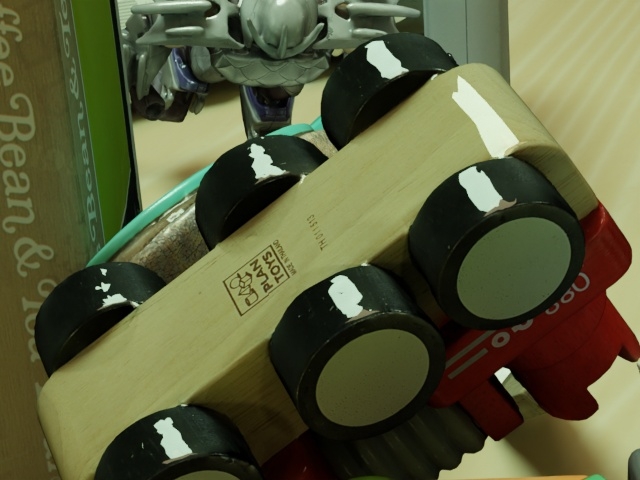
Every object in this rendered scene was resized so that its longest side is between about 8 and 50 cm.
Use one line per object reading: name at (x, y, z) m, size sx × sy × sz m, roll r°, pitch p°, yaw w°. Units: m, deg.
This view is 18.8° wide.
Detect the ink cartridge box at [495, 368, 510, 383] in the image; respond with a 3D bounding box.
ink cartridge box at (0.039, 0.037, 1.029) m, size 0.145 × 0.045 × 0.179 m, roll -5°, pitch 37°, yaw 4°

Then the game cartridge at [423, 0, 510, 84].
game cartridge at (0.092, -0.129, 1.220) m, size 0.060 × 0.196 × 0.294 m, roll -5°, pitch 19°, yaw 5°

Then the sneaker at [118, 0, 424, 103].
sneaker at (-0.046, -0.203, 1.520) m, size 0.257 × 0.169 × 0.447 m, roll 4°, pitch 19°, yaw 34°

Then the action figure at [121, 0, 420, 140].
action figure at (-0.039, -0.108, 1.183) m, size 0.185 × 0.099 × 0.285 m, roll 11°, pitch -5°, yaw -9°

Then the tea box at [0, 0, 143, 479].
tea box at (-0.210, -0.068, 0.939) m, size 0.220 × 0.329 × 0.323 m, roll -6°, pitch 19°, yaw -2°

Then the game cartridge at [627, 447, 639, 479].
game cartridge at (0.235, 0.129, 0.650) m, size 0.198 × 0.062 × 0.297 m, roll -16°, pitch 21°, yaw -14°

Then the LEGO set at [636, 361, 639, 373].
LEGO set at (0.211, 0.038, 0.717) m, size 0.182 × 0.060 × 0.244 m, roll 1°, pitch 7°, yaw 5°

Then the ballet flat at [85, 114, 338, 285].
ballet flat at (0.000, 0.000, 0.896) m, size 0.107 × 0.106 × 0.316 m, roll -43°, pitch -3°, yaw 24°

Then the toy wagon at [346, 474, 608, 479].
toy wagon at (0.040, 0.146, 0.566) m, size 0.344 × 0.068 × 0.267 m, roll -26°, pitch 24°, yaw -12°

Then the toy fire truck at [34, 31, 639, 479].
toy fire truck at (0.032, 0.061, 0.778) m, size 0.217 × 0.246 × 0.158 m, roll -38°, pitch 41°, yaw 5°
